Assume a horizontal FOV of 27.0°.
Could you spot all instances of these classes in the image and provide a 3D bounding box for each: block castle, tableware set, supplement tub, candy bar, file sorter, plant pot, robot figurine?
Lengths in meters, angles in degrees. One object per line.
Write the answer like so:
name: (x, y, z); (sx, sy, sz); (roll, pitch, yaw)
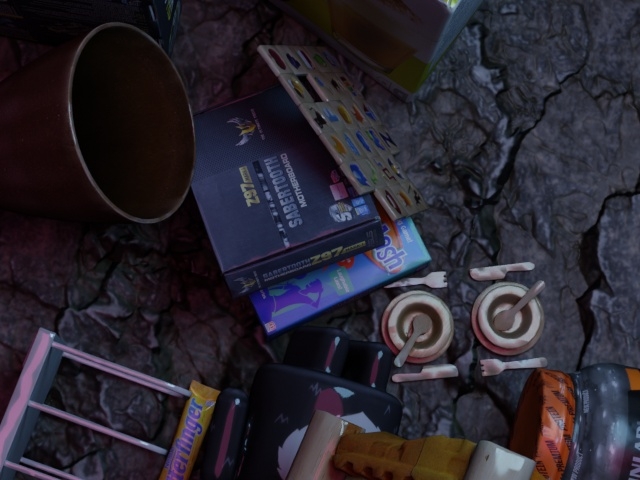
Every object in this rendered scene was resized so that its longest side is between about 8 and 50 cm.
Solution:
block castle: (0.159, 0.357, 1.293); (0.453, 0.303, 0.213); (38, 68, -37)
tableware set: (0.168, 0.095, 1.551); (0.194, 0.039, 0.128); (-6, 81, -5)
supplement tub: (0.384, 0.252, 1.454); (0.338, 0.207, 0.207); (12, 80, -2)
candy bar: (-0.155, 0.242, 1.517); (0.040, 0.018, 0.161); (20, 79, 0)
file sorter: (-0.267, 0.259, 1.422); (0.173, 0.193, 0.278); (21, 80, -3)
plant pot: (-0.293, -0.110, 1.465); (0.230, 0.215, 0.215); (-8, 79, 30)
robot figurine: (-0.008, 0.235, 1.448); (0.209, 0.173, 0.278); (14, 79, 12)

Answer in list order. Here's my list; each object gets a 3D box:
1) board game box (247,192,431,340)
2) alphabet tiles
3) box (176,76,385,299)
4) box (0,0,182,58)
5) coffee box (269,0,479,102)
board game box: (0.000, 0.000, 1.548); (0.210, 0.047, 0.160); (-25, 79, -8)
alphabet tiles: (0.036, -0.125, 1.510); (0.009, 0.198, 0.237); (-37, 82, 22)
box: (-0.051, -0.066, 1.503); (0.183, 0.059, 0.233); (-20, 56, -2)
box: (-0.355, -0.303, 1.444); (0.395, 0.318, 0.097); (11, 79, -1)
coffee box: (0.081, -0.421, 1.482); (0.337, 0.334, 0.338); (36, 80, 3)
